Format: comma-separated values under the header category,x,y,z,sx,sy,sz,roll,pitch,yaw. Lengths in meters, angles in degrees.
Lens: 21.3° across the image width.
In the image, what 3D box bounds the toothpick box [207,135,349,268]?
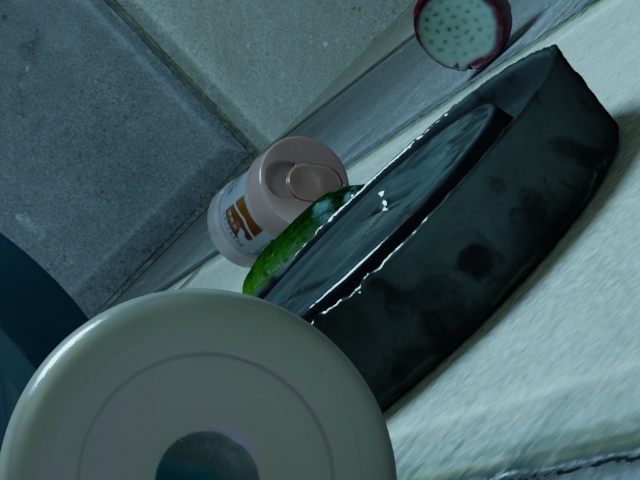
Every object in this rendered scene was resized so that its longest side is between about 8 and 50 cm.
category,x,y,z,sx,sy,sz,roll,pitch,yaw
toothpick box,-0.045,-0.036,1.728,0.098,0.098,0.149,-47,6,-29

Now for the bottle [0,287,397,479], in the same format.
category,x,y,z,sx,sy,sz,roll,pitch,yaw
bottle,-0.062,0.112,0.718,0.147,0.147,0.236,-46,-1,-17

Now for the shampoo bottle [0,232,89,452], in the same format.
category,x,y,z,sx,sy,sz,roll,pitch,yaw
shampoo bottle,-0.321,0.184,0.962,0.331,0.331,0.343,-38,9,41

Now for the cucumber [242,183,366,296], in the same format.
category,x,y,z,sx,sy,sz,roll,pitch,yaw
cucumber,0.000,0.000,1.428,0.056,0.056,0.250,-48,6,-34

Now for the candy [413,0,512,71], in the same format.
category,x,y,z,sx,sy,sz,roll,pitch,yaw
candy,0.145,-0.225,1.751,0.103,0.103,0.043,-40,9,31

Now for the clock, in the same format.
category,x,y,z,sx,sy,sz,roll,pitch,yaw
clock,0.041,0.015,1.011,0.319,0.066,0.319,-42,6,6
